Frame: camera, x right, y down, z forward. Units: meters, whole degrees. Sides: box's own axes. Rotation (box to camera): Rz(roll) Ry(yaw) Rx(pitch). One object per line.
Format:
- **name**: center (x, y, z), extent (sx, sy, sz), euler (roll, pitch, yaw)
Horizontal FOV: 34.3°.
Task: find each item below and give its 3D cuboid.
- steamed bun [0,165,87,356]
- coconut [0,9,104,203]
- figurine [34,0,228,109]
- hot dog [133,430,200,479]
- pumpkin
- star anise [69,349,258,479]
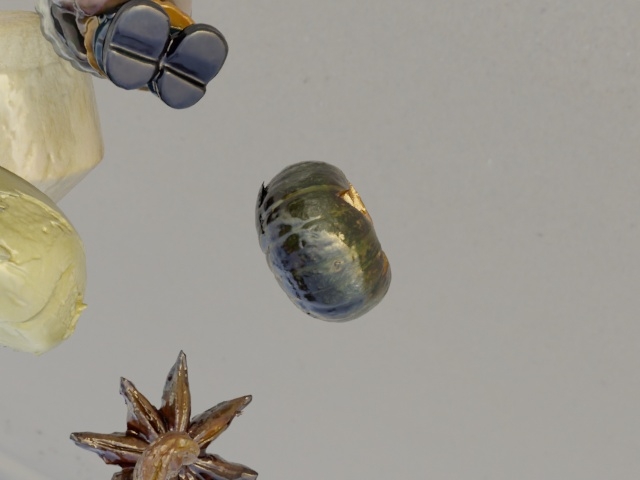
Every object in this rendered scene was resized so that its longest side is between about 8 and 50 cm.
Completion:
- **steamed bun**: center (-0.351, 0.008, 1.091), extent (0.232, 0.166, 0.273), euler (20, 161, 4)
- **coconut**: center (-0.455, -0.161, 1.498), extent (0.328, 0.329, 0.329), euler (18, 152, 10)
- **figurine**: center (-0.213, -0.231, 1.121), extent (0.185, 0.332, 0.204), euler (20, 122, -30)
- **hot dog**: center (-0.135, 0.190, 0.890), extent (0.035, 0.058, 0.083), euler (52, 154, 7)
- **pumpkin**: center (-0.002, 0.002, 1.442), extent (0.159, 0.238, 0.238), euler (-32, 134, 6)
- **star anise**: center (-0.205, 0.280, 1.361), extent (0.272, 0.272, 0.102), euler (35, 158, -22)
